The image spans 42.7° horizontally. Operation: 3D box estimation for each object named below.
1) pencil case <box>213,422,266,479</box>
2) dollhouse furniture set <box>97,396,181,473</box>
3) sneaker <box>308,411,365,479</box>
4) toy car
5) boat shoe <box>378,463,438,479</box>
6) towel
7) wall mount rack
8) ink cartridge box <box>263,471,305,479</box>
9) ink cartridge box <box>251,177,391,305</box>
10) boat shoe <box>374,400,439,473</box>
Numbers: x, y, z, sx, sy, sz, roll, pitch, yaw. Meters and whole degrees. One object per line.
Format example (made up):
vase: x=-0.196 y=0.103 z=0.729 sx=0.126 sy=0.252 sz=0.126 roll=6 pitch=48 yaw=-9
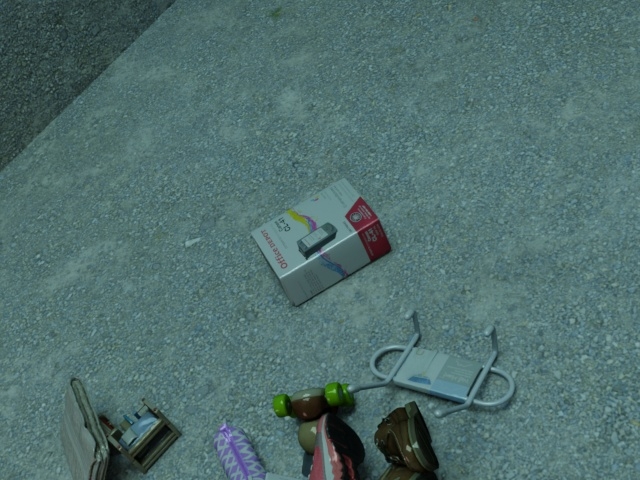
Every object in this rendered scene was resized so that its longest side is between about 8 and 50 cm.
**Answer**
pencil case: x=-0.173 y=0.508 z=1.826 sx=0.086 sy=0.088 sz=0.206 roll=-34 pitch=43 yaw=-7
dollhouse furniture set: x=-0.463 y=0.444 z=1.989 sx=0.183 sy=0.129 sz=0.129 roll=26 pitch=64 yaw=40
sneaker: x=0.011 y=0.475 z=1.637 sx=0.136 sy=0.116 sz=0.314 roll=-40 pitch=27 yaw=19
toy car: x=-0.003 y=0.425 z=1.827 sx=0.155 sy=0.149 sz=0.188 roll=-15 pitch=73 yaw=16
boat shoe: x=0.105 y=0.575 z=1.624 sx=0.120 sy=0.123 sz=0.324 roll=18 pitch=51 yaw=42
towel: x=-0.578 y=0.488 z=1.980 sx=0.049 sy=0.187 sz=0.282 roll=1 pitch=30 yaw=-33
wall mount rack: x=0.232 y=0.288 z=1.786 sx=0.350 sy=0.131 sz=0.304 roll=9 pitch=41 yaw=32
ink cartridge box: x=-0.062 y=0.638 z=1.621 sx=0.165 sy=0.065 sz=0.333 roll=15 pitch=48 yaw=-4
ink cartridge box: x=0.000 y=0.000 z=2.192 sx=0.306 sy=0.131 sz=0.226 roll=-30 pitch=44 yaw=-6
boat shoe: x=0.168 y=0.414 z=1.655 sx=0.104 sy=0.307 sz=0.111 roll=-25 pitch=86 yaw=5
